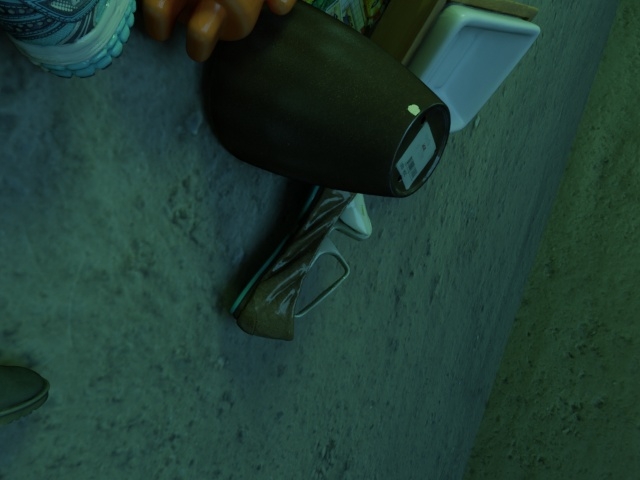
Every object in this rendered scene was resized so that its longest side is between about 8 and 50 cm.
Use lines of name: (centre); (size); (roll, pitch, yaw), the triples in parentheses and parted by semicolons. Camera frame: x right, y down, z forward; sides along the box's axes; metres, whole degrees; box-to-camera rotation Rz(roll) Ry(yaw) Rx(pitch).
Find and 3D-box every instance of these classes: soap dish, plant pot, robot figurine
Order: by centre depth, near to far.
robot figurine: (-0.098, -0.292, 0.425); (0.219, 0.158, 0.128); (-69, 159, -4)
plant pot: (0.025, -0.146, 0.516); (0.215, 0.230, 0.215); (-35, 143, -31)
soap dish: (0.181, -0.271, 0.664); (0.291, 0.118, 0.229); (-20, 154, -42)

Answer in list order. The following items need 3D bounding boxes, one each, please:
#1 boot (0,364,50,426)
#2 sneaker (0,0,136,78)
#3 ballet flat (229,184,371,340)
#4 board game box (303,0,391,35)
boot: (-0.316, 0.055, 0.359); (0.189, 0.076, 0.208); (7, 92, -54)
sneaker: (-0.170, -0.269, 0.297); (0.122, 0.110, 0.283); (146, -51, -84)
ballet flat: (0.000, 0.000, 0.655); (0.342, 0.124, 0.116); (-60, -175, -14)
board game box: (0.062, -0.367, 0.607); (0.260, 0.030, 0.136); (-49, 149, -8)
